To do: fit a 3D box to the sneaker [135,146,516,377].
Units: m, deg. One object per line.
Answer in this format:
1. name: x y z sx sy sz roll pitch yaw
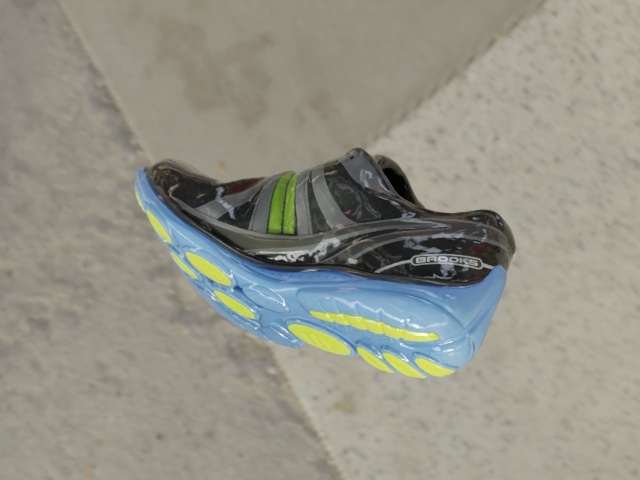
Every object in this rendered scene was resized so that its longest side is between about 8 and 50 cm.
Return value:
1. sneaker: 0.000 0.000 0.730 0.188 0.067 0.078 16 59 40
